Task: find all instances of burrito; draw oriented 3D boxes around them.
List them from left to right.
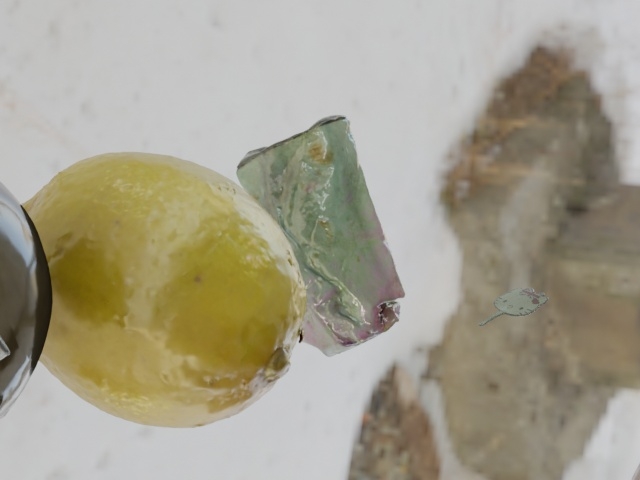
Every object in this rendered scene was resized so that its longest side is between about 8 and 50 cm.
[{"bbox_3d":[0.000,0.000,1.906,0.089,0.144,0.229,-12,81,-62],"label":"burrito"}]

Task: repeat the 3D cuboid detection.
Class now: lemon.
[{"bbox_3d":[-0.141,0.041,1.608,0.263,0.236,0.236,54,25,12],"label":"lemon"}]

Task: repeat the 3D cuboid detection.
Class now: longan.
[{"bbox_3d":[-0.318,0.042,1.403,0.248,0.248,0.248,-20,113,-61],"label":"longan"}]

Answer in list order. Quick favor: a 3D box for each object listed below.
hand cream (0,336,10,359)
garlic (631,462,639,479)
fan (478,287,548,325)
[{"bbox_3d":[-0.311,0.121,1.287,0.038,0.216,0.052,63,1,39],"label":"hand cream"},{"bbox_3d":[0.382,0.280,1.560,0.259,0.317,0.317,-33,134,-11],"label":"garlic"},{"bbox_3d":[0.199,0.072,1.977,0.083,0.056,0.004,-27,119,-25],"label":"fan"}]
